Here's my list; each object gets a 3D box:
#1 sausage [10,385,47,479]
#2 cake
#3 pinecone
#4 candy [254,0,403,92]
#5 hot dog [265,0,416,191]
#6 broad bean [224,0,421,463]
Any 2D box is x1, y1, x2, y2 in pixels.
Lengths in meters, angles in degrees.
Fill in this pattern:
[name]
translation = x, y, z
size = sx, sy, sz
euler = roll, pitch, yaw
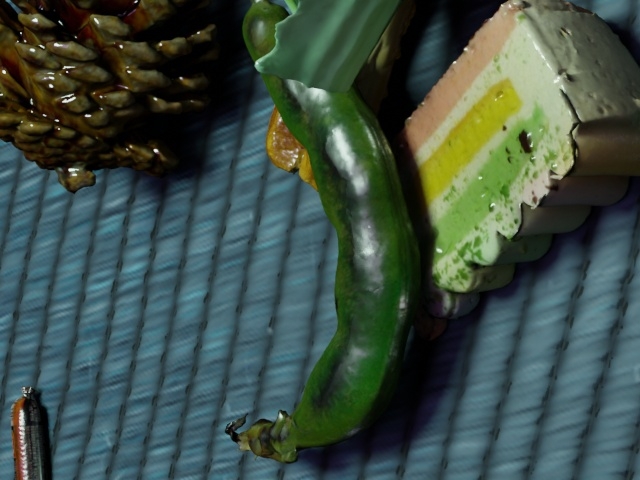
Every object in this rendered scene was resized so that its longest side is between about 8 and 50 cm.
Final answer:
[sausage]
translation = -0.209, 0.204, 1.364
size = 0.028, 0.025, 0.198
euler = 155, 112, -71
[cake]
translation = 0.108, -0.041, 1.098
size = 0.225, 0.090, 0.109
euler = -51, 59, 49
[pinecone]
translation = -0.155, -0.126, 1.241
size = 0.150, 0.179, 0.195
euler = -104, 33, -45
[candy]
translation = -0.030, -0.289, 1.134
size = 0.398, 0.172, 0.263
euler = 46, 110, 37
[hot dog]
translation = 0.014, -0.113, 1.177
size = 0.071, 0.045, 0.165
euler = 30, 106, 39
[broad bean]
translation = 0.000, 0.000, 1.132
size = 0.144, 0.049, 0.292
euler = 7, 99, 40
